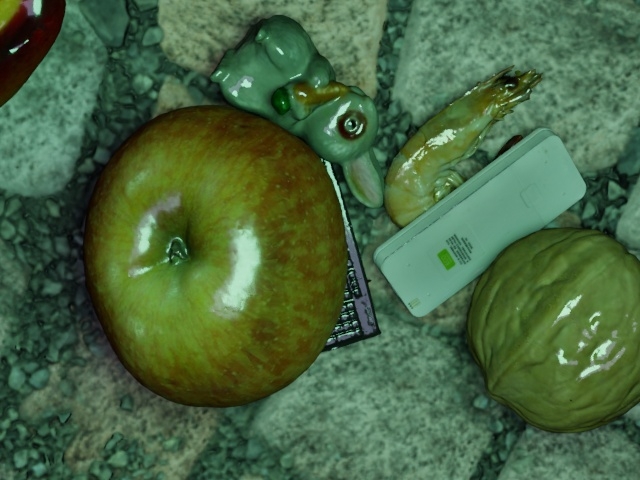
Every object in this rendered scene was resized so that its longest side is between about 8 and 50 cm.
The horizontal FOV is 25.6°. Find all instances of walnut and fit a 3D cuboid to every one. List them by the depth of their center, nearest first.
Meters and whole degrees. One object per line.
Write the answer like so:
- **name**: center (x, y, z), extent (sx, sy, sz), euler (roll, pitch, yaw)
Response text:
- **walnut**: center (0.270, 0.099, 1.544), extent (0.228, 0.228, 0.228), euler (-1, 97, -6)

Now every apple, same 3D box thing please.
- **apple**: center (-0.113, 0.021, 1.449), extent (0.277, 0.250, 0.309), euler (-27, 99, 25)

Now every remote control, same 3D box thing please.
- **remote control**: center (0.181, -0.020, 1.589), extent (0.250, 0.034, 0.103), euler (-38, 123, -1)

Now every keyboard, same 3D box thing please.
- **keyboard**: center (0.000, 0.000, 1.595), extent (0.087, 0.017, 0.251), euler (-16, 97, -3)

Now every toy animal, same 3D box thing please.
- **toy animal**: center (0.001, -0.148, 1.527), extent (0.236, 0.138, 0.108), euler (34, 120, -13)

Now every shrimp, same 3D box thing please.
- **shrimp**: center (0.172, -0.096, 1.586), extent (0.133, 0.053, 0.236), euler (44, 91, -12)

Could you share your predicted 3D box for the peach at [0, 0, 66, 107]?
- **peach**: center (-0.454, -0.265, 1.371), extent (0.405, 0.310, 0.335), euler (6, 100, -14)
